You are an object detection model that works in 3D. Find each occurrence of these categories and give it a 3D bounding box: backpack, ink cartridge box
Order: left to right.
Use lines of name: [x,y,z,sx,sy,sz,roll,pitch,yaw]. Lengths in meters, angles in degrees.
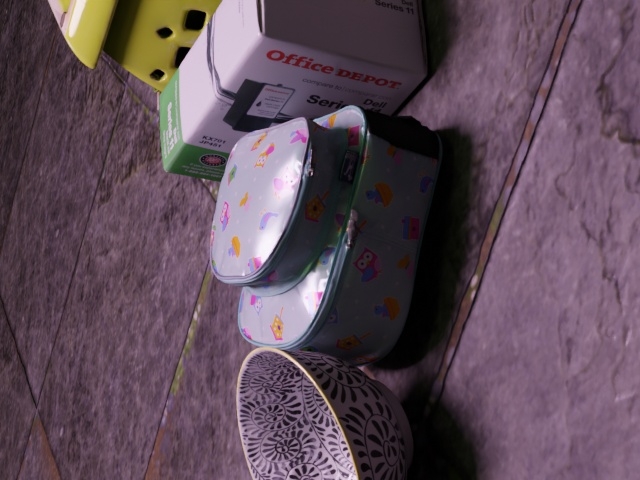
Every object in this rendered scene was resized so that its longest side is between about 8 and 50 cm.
ink cartridge box: [-0.027,-0.130,1.127,0.208,0.153,0.087,-47,40,51]
backpack: [0.000,0.000,1.034,0.166,0.144,0.188,-8,76,59]

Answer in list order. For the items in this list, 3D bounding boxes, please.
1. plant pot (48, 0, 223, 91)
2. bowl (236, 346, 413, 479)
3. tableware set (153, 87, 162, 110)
plant pot: [-0.159,-0.281,1.411,0.228,0.207,0.227,-68,26,21]
bowl: [0.014,0.147,0.985,0.170,0.080,0.170,34,132,48]
tableware set: [-0.184,-0.241,1.666,0.154,0.024,0.104,-50,37,47]
